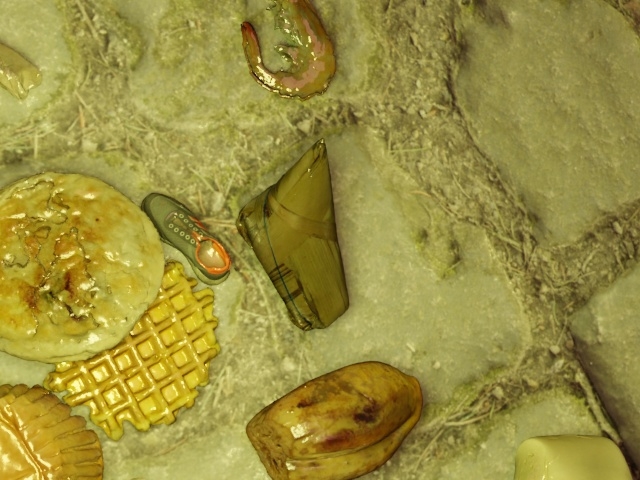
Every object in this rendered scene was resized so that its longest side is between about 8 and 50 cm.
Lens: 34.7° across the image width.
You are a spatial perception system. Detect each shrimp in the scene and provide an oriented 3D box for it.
[{"bbox_3d":[-0.073,-0.366,1.871,0.173,0.058,0.253,-35,91,-15],"label":"shrimp"}]

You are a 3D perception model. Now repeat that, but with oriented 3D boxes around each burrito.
[{"bbox_3d":[-0.564,-0.309,1.677,0.226,0.060,0.087,31,64,-9],"label":"burrito"}]

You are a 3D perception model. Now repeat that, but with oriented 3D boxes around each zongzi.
[{"bbox_3d":[0.000,0.000,1.676,0.123,0.289,0.260,-26,85,-36],"label":"zongzi"}]

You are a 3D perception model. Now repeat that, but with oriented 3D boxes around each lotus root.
[{"bbox_3d":[0.037,0.303,1.676,0.291,0.193,0.193,-18,83,-26],"label":"lotus root"}]

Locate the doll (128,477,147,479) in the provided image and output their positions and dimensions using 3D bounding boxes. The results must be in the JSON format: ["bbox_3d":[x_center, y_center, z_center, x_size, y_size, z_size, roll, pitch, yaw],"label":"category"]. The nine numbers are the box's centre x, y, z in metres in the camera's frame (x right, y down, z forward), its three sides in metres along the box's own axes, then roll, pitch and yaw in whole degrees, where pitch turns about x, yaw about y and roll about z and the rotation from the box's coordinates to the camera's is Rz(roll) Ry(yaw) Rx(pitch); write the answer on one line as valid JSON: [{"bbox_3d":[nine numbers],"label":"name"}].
[{"bbox_3d":[-0.194,0.446,1.542,0.278,0.119,0.154,4,90,17],"label":"doll"}]

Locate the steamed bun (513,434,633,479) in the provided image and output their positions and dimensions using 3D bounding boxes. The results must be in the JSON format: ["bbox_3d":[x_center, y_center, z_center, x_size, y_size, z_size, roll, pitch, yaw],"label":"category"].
[{"bbox_3d":[0.441,0.463,1.785,0.200,0.155,0.250,4,73,-18],"label":"steamed bun"}]

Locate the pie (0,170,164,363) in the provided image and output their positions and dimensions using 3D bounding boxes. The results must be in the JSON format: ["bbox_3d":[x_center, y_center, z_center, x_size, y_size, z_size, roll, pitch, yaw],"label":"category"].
[{"bbox_3d":[-0.413,0.038,1.599,0.339,0.077,0.339,2,66,-5],"label":"pie"}]

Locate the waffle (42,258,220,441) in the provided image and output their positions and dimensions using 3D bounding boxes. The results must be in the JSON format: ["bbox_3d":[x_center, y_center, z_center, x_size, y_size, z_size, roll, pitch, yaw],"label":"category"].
[{"bbox_3d":[-0.300,0.166,1.651,0.283,0.065,0.309,19,70,-15],"label":"waffle"}]

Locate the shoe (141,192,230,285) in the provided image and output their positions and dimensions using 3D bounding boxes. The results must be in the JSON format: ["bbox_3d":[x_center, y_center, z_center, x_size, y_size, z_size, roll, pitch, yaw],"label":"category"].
[{"bbox_3d":[-0.218,-0.010,1.715,0.074,0.077,0.194,-43,93,-22],"label":"shoe"}]

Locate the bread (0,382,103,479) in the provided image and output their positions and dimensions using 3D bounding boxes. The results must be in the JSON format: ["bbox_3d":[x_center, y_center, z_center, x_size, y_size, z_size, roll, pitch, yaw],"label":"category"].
[{"bbox_3d":[-0.456,0.345,1.508,0.274,0.149,0.274,2,78,-9],"label":"bread"}]
